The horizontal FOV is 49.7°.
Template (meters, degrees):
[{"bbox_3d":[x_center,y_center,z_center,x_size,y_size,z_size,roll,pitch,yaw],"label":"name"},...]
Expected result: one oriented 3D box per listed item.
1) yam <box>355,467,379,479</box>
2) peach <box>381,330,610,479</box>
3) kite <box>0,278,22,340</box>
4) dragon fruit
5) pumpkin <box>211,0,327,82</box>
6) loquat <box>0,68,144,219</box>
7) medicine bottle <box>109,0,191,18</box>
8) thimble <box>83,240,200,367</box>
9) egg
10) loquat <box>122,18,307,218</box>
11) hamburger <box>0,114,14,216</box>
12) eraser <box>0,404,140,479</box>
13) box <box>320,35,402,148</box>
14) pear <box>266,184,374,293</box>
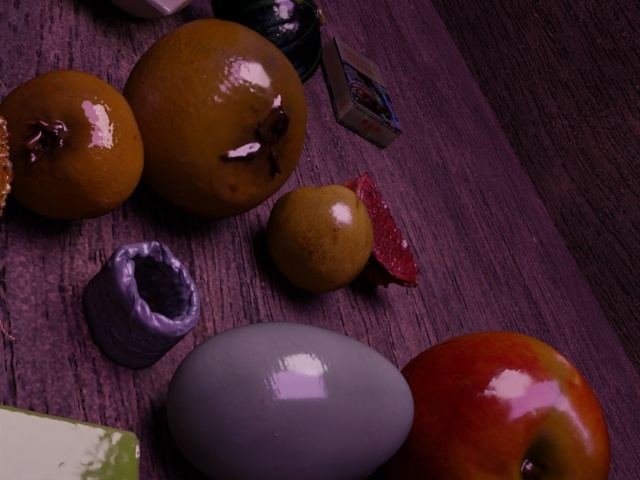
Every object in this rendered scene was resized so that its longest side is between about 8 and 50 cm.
[{"bbox_3d":[0.021,0.307,1.104,0.179,0.078,0.078,56,31,10],"label":"yam"},{"bbox_3d":[0.270,0.327,1.143,0.388,0.388,0.388,33,35,-27],"label":"peach"},{"bbox_3d":[-0.435,0.094,0.798,0.244,0.006,0.198,54,30,6],"label":"kite"},{"bbox_3d":[0.080,0.013,1.454,0.126,0.161,0.274,-35,100,-43],"label":"dragon fruit"},{"bbox_3d":[-0.106,-0.502,1.600,0.315,0.238,0.315,-18,90,-83],"label":"pumpkin"},{"bbox_3d":[-0.349,-0.131,0.960,0.208,0.208,0.208,33,35,-27],"label":"loquat"},{"bbox_3d":[-0.342,-0.594,1.433,0.235,0.235,0.406,41,30,-17],"label":"medicine bottle"},{"bbox_3d":[-0.244,0.085,0.953,0.127,0.118,0.151,-13,68,-54],"label":"thimble"},{"bbox_3d":[-0.030,0.230,0.951,0.370,0.230,0.230,12,47,-31],"label":"egg"},{"bbox_3d":[-0.192,-0.207,1.178,0.359,0.329,0.328,21,11,38],"label":"loquat"},{"bbox_3d":[-0.494,-0.105,0.765,0.302,0.170,0.302,33,33,-25],"label":"hamburger"},{"bbox_3d":[-0.318,0.273,0.682,0.274,0.092,0.210,26,39,-38],"label":"eraser"},{"bbox_3d":[0.113,-0.432,2.011,0.198,0.084,0.310,24,40,-38],"label":"box"},{"bbox_3d":[0.000,0.000,1.292,0.208,0.209,0.209,33,35,-27],"label":"pear"}]
